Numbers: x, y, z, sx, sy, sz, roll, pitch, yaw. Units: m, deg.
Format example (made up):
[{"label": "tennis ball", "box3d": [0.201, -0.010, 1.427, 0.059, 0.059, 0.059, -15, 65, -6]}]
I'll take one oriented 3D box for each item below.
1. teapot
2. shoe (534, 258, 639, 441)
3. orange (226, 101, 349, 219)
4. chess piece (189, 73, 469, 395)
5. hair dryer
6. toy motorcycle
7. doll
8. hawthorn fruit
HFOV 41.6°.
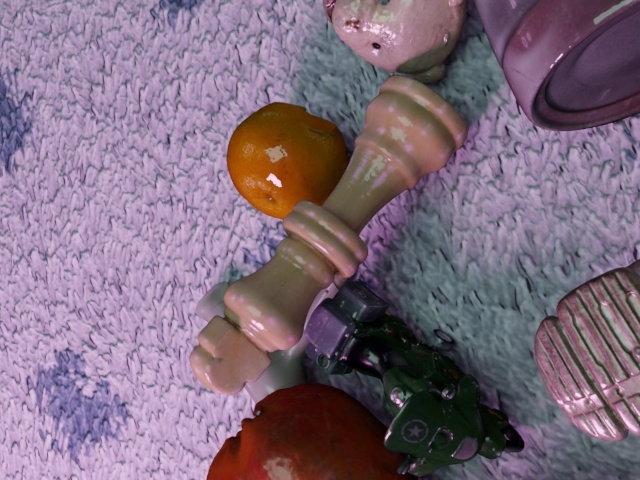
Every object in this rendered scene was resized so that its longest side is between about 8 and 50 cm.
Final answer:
[{"label": "teapot", "box3d": [0.283, -0.310, 0.809, 0.315, 0.233, 0.312, -21, 70, 1]}, {"label": "shoe", "box3d": [0.370, 0.042, 0.733, 0.351, 0.198, 0.171, -29, 76, 32]}, {"label": "orange", "box3d": [-0.037, -0.098, 1.033, 0.155, 0.154, 0.134, 3, 49, 32]}, {"label": "chess piece", "box3d": [0.000, 0.000, 0.923, 0.117, 0.117, 0.397, 34, 79, 28]}, {"label": "hair dryer", "box3d": [-0.039, 0.081, 1.084, 0.237, 0.075, 0.206, -48, 59, 14]}, {"label": "toy motorcycle", "box3d": [0.088, 0.150, 0.919, 0.275, 0.187, 0.124, 37, 108, 30]}, {"label": "doll", "box3d": [0.058, -0.317, 0.985, 0.175, 0.149, 0.278, 96, 151, -54]}, {"label": "hawthorn fruit", "box3d": [0.022, 0.288, 0.946, 0.299, 0.211, 0.211, 25, 102, 12]}]
